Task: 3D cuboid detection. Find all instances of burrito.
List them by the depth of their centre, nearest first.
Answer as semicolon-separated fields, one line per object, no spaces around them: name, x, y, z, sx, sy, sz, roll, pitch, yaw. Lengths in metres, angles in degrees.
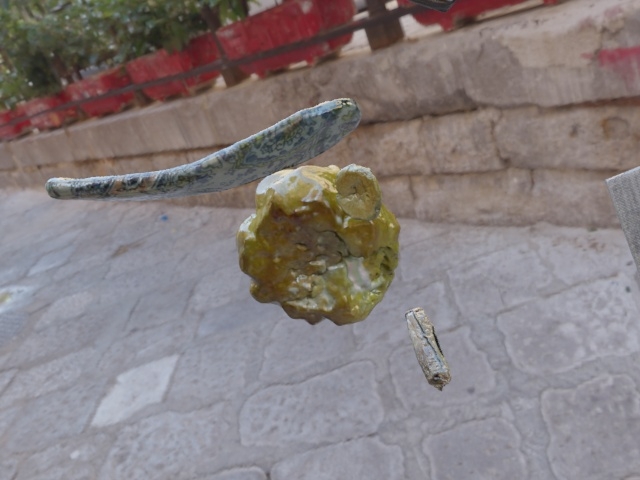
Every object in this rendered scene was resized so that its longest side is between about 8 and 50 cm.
burrito;0.222;0.220;1.347;0.058;0.045;0.188;-46;45;36

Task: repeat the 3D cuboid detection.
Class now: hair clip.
hair clip;-0.078;-0.054;0.463;0.229;0.036;0.066;-15;-9;-2

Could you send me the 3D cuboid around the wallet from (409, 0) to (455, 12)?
wallet;0.132;-0.482;1.116;0.250;0.148;0.044;16;-18;-11

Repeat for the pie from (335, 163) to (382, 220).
pie;0.054;-0.065;0.907;0.085;0.084;0.020;-1;23;44

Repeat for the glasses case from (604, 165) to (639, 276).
glasses case;0.233;-0.031;0.271;0.047;0.070;0.205;-2;-18;-44

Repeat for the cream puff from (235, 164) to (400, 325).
cream puff;0.002;0.001;1.057;0.282;0.281;0.185;-16;22;14
